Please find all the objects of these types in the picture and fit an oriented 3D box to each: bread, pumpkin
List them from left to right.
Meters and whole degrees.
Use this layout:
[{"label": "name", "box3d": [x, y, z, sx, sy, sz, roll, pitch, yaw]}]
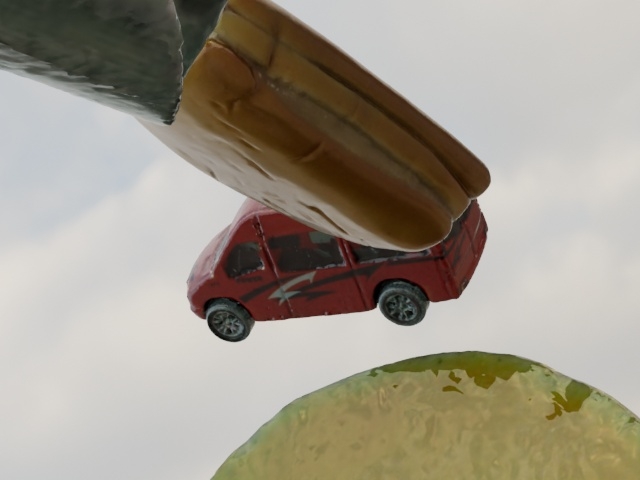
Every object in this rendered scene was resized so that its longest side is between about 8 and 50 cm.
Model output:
[{"label": "bread", "box3d": [-0.013, -0.057, 0.916, 0.200, 0.116, 0.077, 33, -109, -35]}, {"label": "pumpkin", "box3d": [0.080, 0.242, 0.891, 0.332, 0.332, 0.199, -45, -43, 3]}]

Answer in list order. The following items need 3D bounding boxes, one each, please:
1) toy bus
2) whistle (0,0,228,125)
[{"label": "toy bus", "box3d": [0.000, 0.000, 1.155, 0.089, 0.195, 0.081, 65, -147, -30]}, {"label": "whistle", "box3d": [-0.128, -0.090, 0.432, 0.312, 0.062, 0.062, 17, -64, -51]}]
